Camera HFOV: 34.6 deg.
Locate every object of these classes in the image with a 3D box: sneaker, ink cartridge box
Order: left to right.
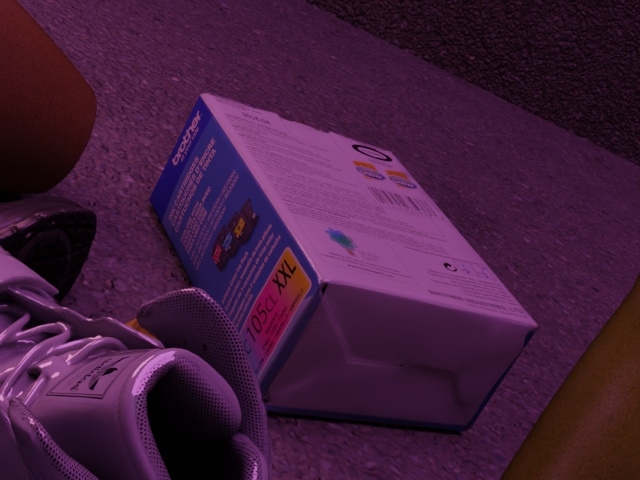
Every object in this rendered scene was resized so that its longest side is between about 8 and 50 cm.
[{"bbox_3d":[-0.287,0.000,0.780,0.130,0.109,0.286,33,20,21],"label":"sneaker"},{"bbox_3d":[-0.160,0.061,0.565,0.366,0.210,0.137,47,53,2],"label":"sneaker"},{"bbox_3d":[0.000,0.000,1.058,0.270,0.151,0.395,14,29,-36],"label":"ink cartridge box"}]

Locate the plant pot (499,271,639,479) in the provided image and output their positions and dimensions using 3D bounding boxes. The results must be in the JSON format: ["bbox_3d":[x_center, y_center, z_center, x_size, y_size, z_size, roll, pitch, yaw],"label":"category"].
[{"bbox_3d":[0.259,0.190,0.603,0.367,0.352,0.366,16,12,-4],"label":"plant pot"}]

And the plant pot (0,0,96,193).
[{"bbox_3d":[-0.332,-0.143,0.898,0.254,0.237,0.237,29,18,-41],"label":"plant pot"}]

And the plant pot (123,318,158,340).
[{"bbox_3d":[-0.126,0.112,0.747,0.134,0.095,0.134,26,23,-12],"label":"plant pot"}]
